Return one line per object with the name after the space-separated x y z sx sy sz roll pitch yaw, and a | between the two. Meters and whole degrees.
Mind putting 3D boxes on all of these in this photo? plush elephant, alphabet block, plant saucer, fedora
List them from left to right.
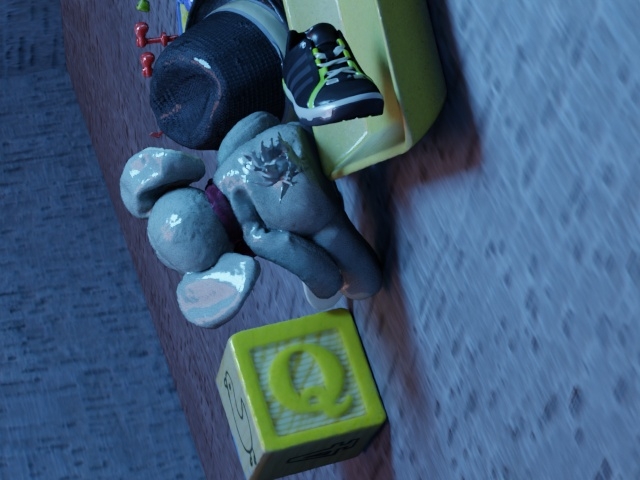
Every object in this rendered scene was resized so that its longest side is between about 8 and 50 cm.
-0.153 -0.227 2.021 0.334 0.153 0.334 34 137 40 | fedora
-0.104 -0.026 1.779 0.271 0.255 0.330 70 -166 17 | plush elephant
-0.034 0.235 2.053 0.197 0.194 0.192 111 141 -64 | alphabet block
0.047 -0.252 1.585 0.333 0.081 0.332 167 89 -74 | plant saucer

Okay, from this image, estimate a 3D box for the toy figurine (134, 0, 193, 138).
-0.221 -0.363 2.260 0.217 0.191 0.362 -125 27 -64 | toy figurine

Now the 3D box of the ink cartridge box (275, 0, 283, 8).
-0.083 -0.331 2.069 0.115 0.029 0.062 102 151 -56 | ink cartridge box

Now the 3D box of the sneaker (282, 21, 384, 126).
0.000 -0.186 1.499 0.235 0.084 0.097 -142 43 -66 | sneaker

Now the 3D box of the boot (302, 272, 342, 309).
0.000 0.000 2.000 0.086 0.069 0.190 -121 31 -66 | boot
